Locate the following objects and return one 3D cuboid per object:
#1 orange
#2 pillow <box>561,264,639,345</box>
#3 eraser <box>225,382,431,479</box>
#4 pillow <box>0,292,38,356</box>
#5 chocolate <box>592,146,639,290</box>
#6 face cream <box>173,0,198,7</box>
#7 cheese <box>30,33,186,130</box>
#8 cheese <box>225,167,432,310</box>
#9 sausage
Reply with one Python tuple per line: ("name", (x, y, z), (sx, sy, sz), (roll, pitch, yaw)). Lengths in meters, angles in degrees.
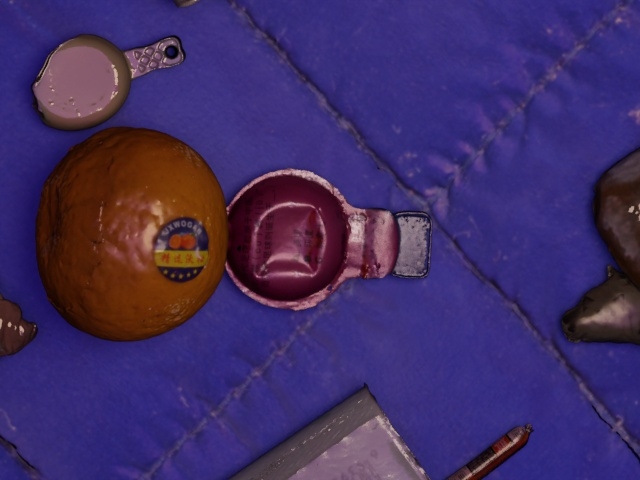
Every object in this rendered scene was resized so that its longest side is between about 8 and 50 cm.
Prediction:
("orange", (-0.190, -0.006, 1.392), (0.193, 0.219, 0.219), (-1, 95, -46))
("pillow", (0.389, 0.074, 1.535), (0.241, 0.051, 0.093), (3, 86, -3))
("eraser", (0.004, 0.290, 1.489), (0.227, 0.081, 0.174), (-34, 84, -1))
("pillow", (-0.448, 0.088, 1.435), (0.236, 0.084, 0.223), (-43, 95, -4))
("chocolate", (0.427, -0.058, 1.493), (0.254, 0.080, 0.157), (-31, 87, -9))
("face cream", (-0.217, -0.401, 1.419), (0.105, 0.105, 0.348), (-31, 96, -3))
("cheese", (-0.232, -0.183, 1.458), (0.171, 0.047, 0.092), (-38, 99, -2))
("cheese", (0.000, 0.000, 1.486), (0.244, 0.062, 0.155), (2, 94, -7))
("sausage", (0.159, 0.267, 1.536), (0.198, 0.025, 0.028), (-36, 64, -3))
